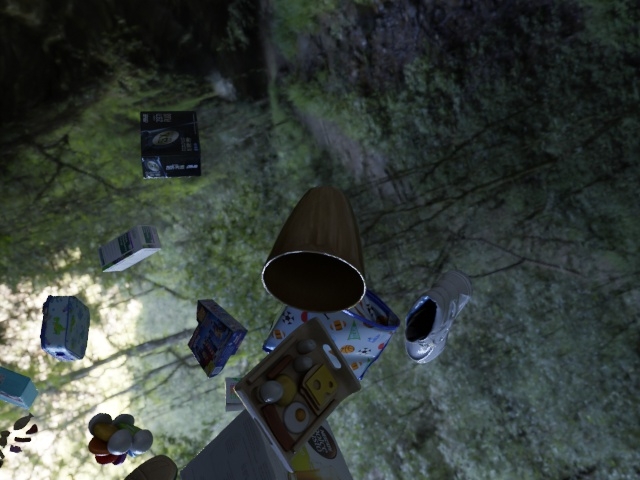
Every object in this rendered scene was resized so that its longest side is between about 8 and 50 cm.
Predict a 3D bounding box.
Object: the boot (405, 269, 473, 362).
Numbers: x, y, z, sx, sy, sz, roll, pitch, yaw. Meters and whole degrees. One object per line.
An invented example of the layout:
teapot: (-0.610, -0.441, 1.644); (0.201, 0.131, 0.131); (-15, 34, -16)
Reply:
boot: (0.200, 0.169, 1.236); (0.095, 0.123, 0.258); (41, 135, 26)

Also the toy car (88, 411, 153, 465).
toy car: (-0.594, 0.592, 1.843); (0.159, 0.136, 0.182); (21, 179, 38)

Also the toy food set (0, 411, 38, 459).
toy food set: (-0.806, 0.524, 1.676); (0.078, 0.122, 0.019); (50, 137, 7)

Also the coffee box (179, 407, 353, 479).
coffee box: (-0.131, 0.712, 1.761); (0.334, 0.338, 0.338); (27, -157, -41)

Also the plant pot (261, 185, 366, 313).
plant pot: (0.000, 0.000, 1.481); (0.237, 0.236, 0.255); (80, -165, -51)

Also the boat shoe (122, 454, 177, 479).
boat shoe: (-0.419, 0.615, 1.414); (0.102, 0.285, 0.092); (26, 161, 29)

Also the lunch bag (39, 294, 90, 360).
lunch bag: (-0.752, 0.263, 1.860); (0.219, 0.090, 0.176); (100, 168, -70)

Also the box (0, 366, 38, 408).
box: (-0.890, 0.430, 1.829); (0.244, 0.100, 0.060); (128, 165, -62)

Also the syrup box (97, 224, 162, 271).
syrup box: (-0.701, 0.030, 2.308); (0.096, 0.236, 0.093); (0, -111, -57)

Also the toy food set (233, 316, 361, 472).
toy food set: (-0.041, 0.348, 1.468); (0.092, 0.306, 0.220); (-27, 98, 45)

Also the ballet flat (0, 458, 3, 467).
ballet flat: (-0.773, 0.550, 1.415); (0.168, 0.052, 0.057); (-78, -2, -59)

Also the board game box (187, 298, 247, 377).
board game box: (-0.330, 0.282, 1.934); (0.194, 0.060, 0.194); (49, 120, 34)

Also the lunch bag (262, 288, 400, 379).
lunch bag: (0.045, 0.309, 2.234); (0.328, 0.385, 0.239); (-60, 4, 29)

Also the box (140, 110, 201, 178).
box: (-0.388, -0.251, 1.628); (0.078, 0.147, 0.180); (101, 161, -48)

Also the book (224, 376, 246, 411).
book: (-0.266, 0.504, 2.076); (0.144, 0.096, 0.035); (-112, 25, -65)
